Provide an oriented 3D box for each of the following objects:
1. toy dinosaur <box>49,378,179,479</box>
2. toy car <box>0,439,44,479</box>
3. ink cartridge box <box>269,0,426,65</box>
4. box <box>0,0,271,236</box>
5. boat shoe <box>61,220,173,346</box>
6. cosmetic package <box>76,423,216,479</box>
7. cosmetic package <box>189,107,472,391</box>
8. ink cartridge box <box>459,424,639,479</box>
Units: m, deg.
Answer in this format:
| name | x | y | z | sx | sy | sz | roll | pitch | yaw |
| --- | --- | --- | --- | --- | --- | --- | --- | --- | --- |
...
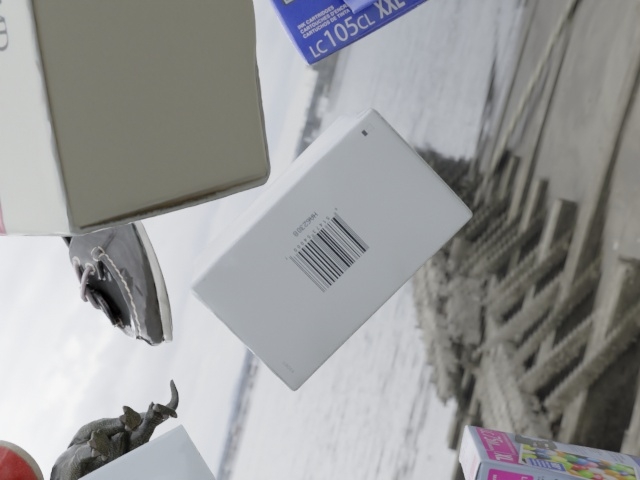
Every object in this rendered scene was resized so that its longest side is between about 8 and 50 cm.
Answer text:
| name | x | y | z | sx | sy | sz | roll | pitch | yaw |
| --- | --- | --- | --- | --- | --- | --- | --- | --- | --- |
| toy dinosaur | -0.259 | 0.257 | 1.230 | 0.160 | 0.121 | 0.314 | -30 | 27 | 29 |
| toy car | -0.453 | 0.363 | 1.271 | 0.210 | 0.219 | 0.238 | -48 | 0 | 22 |
| ink cartridge box | 0.060 | -0.371 | 1.494 | 0.151 | 0.270 | 0.395 | 60 | -175 | -8 |
| box | -0.156 | -0.084 | 0.465 | 0.126 | 0.232 | 0.149 | -22 | -72 | -55 |
| boat shoe | -0.226 | 0.007 | 1.058 | 0.335 | 0.095 | 0.112 | -126 | 26 | -52 |
| cosmetic package | -0.198 | 0.346 | 0.891 | 0.097 | 0.284 | 0.377 | 52 | 157 | 35 |
| cosmetic package | 0.000 | 0.000 | 1.019 | 0.224 | 0.138 | 0.225 | -44 | 9 | 0 |
| ink cartridge box | 0.340 | 0.309 | 1.356 | 0.186 | 0.311 | 0.065 | -59 | -18 | -85 |
